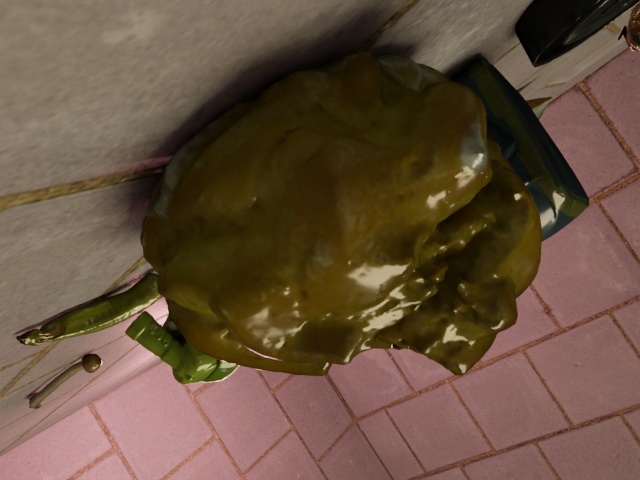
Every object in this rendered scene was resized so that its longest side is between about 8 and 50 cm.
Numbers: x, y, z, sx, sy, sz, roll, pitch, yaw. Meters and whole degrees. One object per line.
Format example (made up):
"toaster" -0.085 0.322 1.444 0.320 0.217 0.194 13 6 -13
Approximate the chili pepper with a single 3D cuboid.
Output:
"chili pepper" -0.275 0.092 0.717 0.208 0.043 0.048 -29 -173 -41

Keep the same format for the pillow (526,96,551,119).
"pillow" 0.417 -0.247 1.501 0.312 0.119 0.310 -31 173 -24

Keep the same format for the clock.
"clock" 0.372 -0.325 0.701 0.280 0.055 0.280 -33 175 -3

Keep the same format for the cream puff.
"cream puff" 0.038 0.007 0.526 0.378 0.276 0.378 -30 177 -2

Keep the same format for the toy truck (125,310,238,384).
"toy truck" -0.242 0.191 1.087 0.148 0.187 0.210 -43 171 34

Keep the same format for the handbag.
"handbag" 0.218 -0.090 0.835 0.241 0.263 0.222 -33 162 29

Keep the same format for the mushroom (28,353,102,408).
"mushroom" -0.546 0.304 1.161 0.306 0.043 0.068 -34 151 29

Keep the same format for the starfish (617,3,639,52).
"starfish" 0.600 -0.431 0.888 0.303 0.113 0.312 -37 177 37
